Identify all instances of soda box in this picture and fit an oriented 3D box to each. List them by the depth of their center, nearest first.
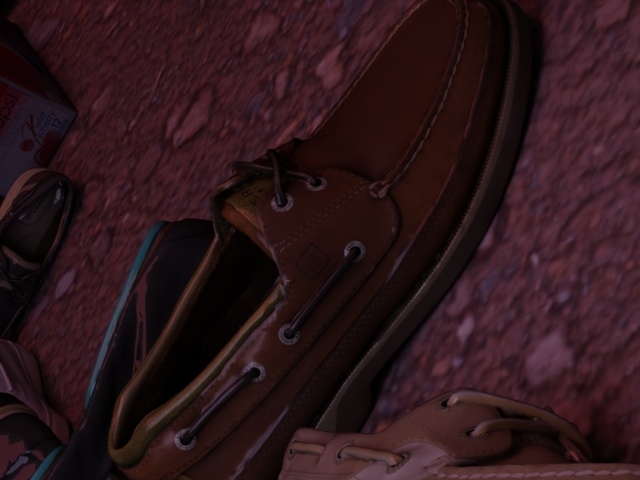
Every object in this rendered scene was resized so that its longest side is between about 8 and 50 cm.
[{"bbox_3d":[-0.283,-0.126,1.586,0.092,0.083,0.263,-59,28,9],"label":"soda box"}]

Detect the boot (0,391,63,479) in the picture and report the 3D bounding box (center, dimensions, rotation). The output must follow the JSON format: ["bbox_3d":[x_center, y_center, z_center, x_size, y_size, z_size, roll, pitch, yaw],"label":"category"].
[{"bbox_3d":[-0.185,0.209,1.153,0.137,0.077,0.197,28,112,40],"label":"boot"}]

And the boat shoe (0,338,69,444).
[{"bbox_3d":[-0.215,0.113,1.282,0.066,0.063,0.184,-54,30,17],"label":"boat shoe"}]

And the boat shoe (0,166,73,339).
[{"bbox_3d":[-0.225,0.015,1.393,0.049,0.056,0.152,0,66,66],"label":"boat shoe"}]

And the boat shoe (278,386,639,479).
[{"bbox_3d":[0.059,0.105,0.775,0.302,0.109,0.098,-21,50,60],"label":"boat shoe"}]

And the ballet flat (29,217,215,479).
[{"bbox_3d":[-0.102,0.120,1.042,0.280,0.096,0.095,-64,-16,-8],"label":"ballet flat"}]

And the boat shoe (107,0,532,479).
[{"bbox_3d":[0.000,0.000,0.962,0.307,0.104,0.111,-64,27,-1],"label":"boat shoe"}]
